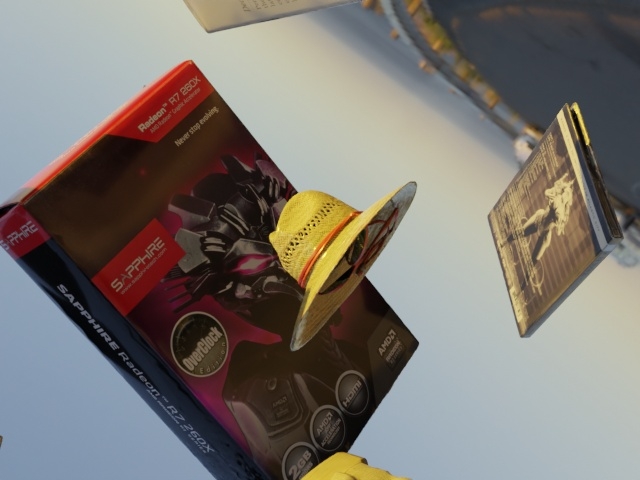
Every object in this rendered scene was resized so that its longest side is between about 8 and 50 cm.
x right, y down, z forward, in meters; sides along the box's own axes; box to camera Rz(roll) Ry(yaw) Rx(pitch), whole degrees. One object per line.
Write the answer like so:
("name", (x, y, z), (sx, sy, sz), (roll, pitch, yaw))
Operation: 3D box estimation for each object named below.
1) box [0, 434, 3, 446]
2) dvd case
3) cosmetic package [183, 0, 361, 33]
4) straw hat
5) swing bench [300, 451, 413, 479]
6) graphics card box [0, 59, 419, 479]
("box", (-0.464, 0.333, 1.093), (0.126, 0.148, 0.232), (21, -125, -22))
("dvd case", (0.246, -0.016, 1.045), (0.018, 0.221, 0.165), (-1, -121, -15))
("cosmetic package", (-0.030, -0.274, 0.739), (0.183, 0.151, 0.151), (0, 136, 42))
("straw hat", (0.000, 0.000, 0.644), (0.061, 0.144, 0.144), (37, -171, 10))
("swing bench", (0.081, 0.278, 0.496), (0.253, 0.255, 0.165), (9, -153, 36))
("graphics card box", (-0.092, 0.046, 0.889), (0.094, 0.233, 0.371), (-21, 112, 49))
